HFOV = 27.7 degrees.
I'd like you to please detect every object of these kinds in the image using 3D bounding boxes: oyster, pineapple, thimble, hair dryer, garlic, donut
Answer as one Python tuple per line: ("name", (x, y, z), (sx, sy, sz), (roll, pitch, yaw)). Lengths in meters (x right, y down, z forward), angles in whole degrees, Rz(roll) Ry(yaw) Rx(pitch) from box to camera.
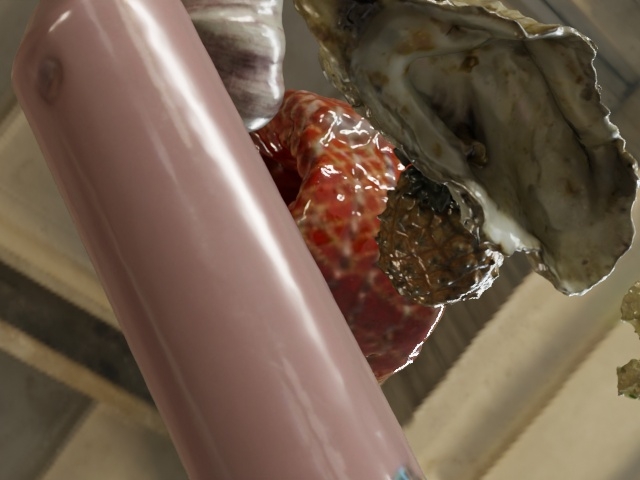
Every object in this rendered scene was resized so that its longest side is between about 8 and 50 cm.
("oyster", (0.099, -0.096, 0.882), (0.341, 0.110, 0.166), (27, -68, -23))
("pineapple", (0.111, -0.059, 1.168), (0.128, 0.128, 0.248), (-9, -48, -10))
("thimble", (0.000, 0.000, 1.512), (0.231, 0.350, 0.350), (17, -62, -26))
("hair dryer", (-0.012, 0.084, 0.357), (0.210, 0.352, 0.125), (-34, -15, 32))
("garlic", (-0.174, -0.216, 1.324), (0.253, 0.245, 0.245), (3, -52, -49))
("donut", (0.438, 0.143, 1.711), (0.108, 0.166, 0.065), (23, -29, -33))
